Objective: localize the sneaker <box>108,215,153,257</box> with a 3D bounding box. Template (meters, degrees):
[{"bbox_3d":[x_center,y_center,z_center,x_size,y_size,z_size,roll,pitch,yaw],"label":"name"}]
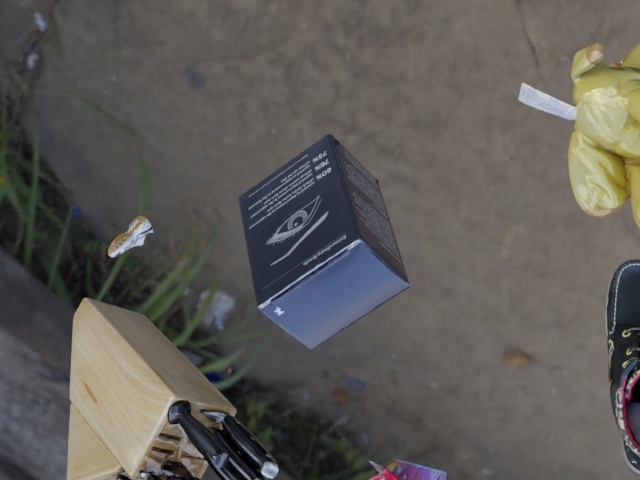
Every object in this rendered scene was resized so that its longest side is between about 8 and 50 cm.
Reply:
[{"bbox_3d":[-0.298,0.001,1.883,0.032,0.083,0.037,33,164,48],"label":"sneaker"}]

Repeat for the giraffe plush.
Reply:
[{"bbox_3d":[0.319,-0.125,1.131,0.210,0.170,0.181,41,142,15],"label":"giraffe plush"}]

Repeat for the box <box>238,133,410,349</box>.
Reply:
[{"bbox_3d":[0.000,0.000,1.434,0.153,0.207,0.108,-33,131,19],"label":"box"}]

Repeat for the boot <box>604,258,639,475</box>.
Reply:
[{"bbox_3d":[0.338,0.122,1.221,0.085,0.236,0.178,-3,167,13],"label":"boot"}]

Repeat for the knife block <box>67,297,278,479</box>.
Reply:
[{"bbox_3d":[-0.148,0.168,1.202,0.242,0.276,0.088,-23,149,36],"label":"knife block"}]

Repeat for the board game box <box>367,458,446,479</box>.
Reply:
[{"bbox_3d":[0.055,0.274,1.205,0.033,0.133,0.168,40,164,-15],"label":"board game box"}]
